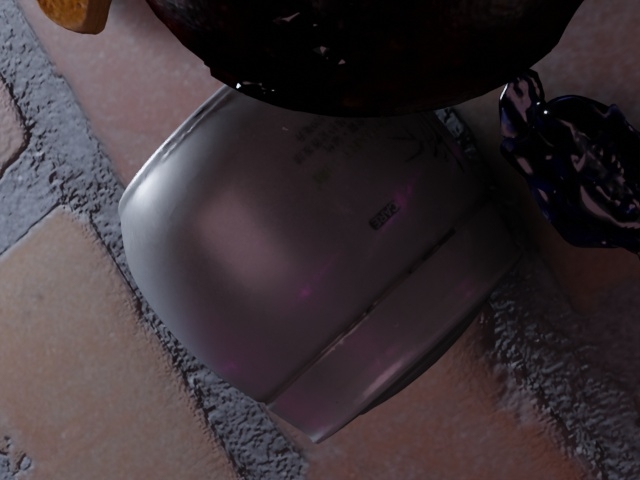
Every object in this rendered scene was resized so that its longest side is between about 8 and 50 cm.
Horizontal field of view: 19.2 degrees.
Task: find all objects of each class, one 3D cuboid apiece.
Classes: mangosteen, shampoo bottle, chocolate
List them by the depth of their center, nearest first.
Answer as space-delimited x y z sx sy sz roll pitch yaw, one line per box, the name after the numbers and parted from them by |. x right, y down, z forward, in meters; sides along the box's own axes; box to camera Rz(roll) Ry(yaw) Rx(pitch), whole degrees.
0.048 -0.283 1.297 0.381 0.381 0.421 47 134 12 | mangosteen
0.251 0.005 1.441 0.343 0.126 0.148 60 169 11 | chocolate
0.000 0.000 1.513 0.266 0.273 0.273 45 130 2 | shampoo bottle

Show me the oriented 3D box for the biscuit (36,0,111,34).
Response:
-0.214 -0.340 1.686 0.306 0.043 0.284 -25 92 39 | biscuit
